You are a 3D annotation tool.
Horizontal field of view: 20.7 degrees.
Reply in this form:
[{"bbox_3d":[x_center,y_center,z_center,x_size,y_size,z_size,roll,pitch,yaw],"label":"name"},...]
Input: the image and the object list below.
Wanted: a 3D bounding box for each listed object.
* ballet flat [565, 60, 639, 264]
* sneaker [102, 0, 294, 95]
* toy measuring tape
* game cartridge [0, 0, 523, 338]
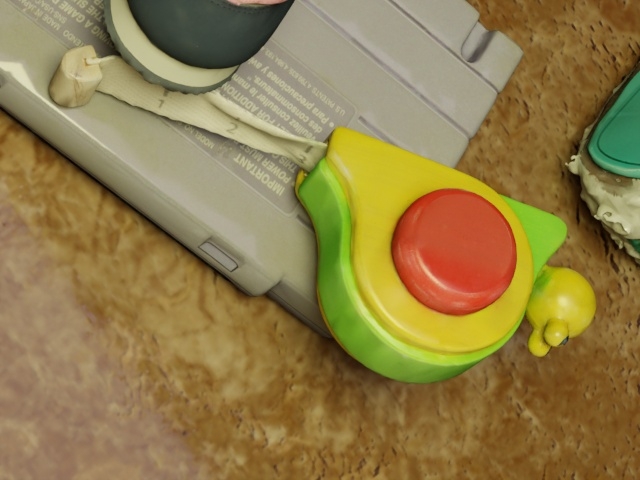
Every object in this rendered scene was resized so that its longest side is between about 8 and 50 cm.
[{"bbox_3d":[0.311,-0.136,1.178,0.147,0.147,0.409,46,71,-12],"label":"ballet flat"},{"bbox_3d":[-0.016,-0.230,0.954,0.112,0.131,0.319,24,58,-17],"label":"sneaker"},{"bbox_3d":[0.000,0.000,0.957,0.330,0.121,0.121,20,75,-12],"label":"toy measuring tape"},{"bbox_3d":[-0.071,-0.129,1.029,0.355,0.068,0.230,38,74,-15],"label":"game cartridge"}]
